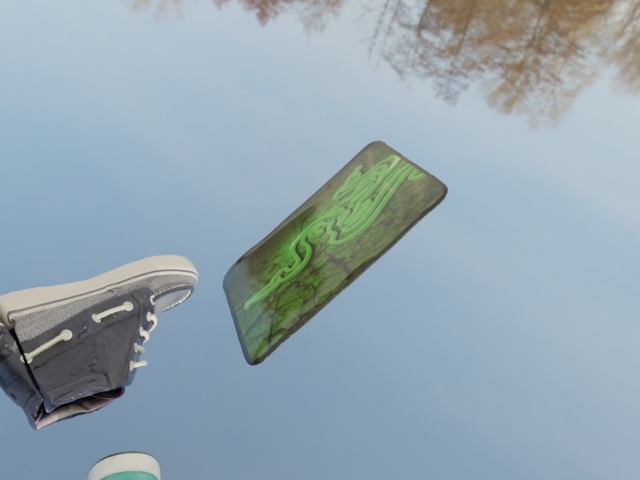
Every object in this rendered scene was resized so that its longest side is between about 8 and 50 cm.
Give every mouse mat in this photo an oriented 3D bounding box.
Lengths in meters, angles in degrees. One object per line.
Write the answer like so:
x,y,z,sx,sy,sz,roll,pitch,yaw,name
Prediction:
0.000,0.000,0.509,0.007,0.190,0.152,48,-177,-27,mouse mat

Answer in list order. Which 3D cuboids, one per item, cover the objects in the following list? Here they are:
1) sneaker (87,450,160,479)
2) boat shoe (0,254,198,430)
-0.224,0.408,0.762,0.124,0.295,0.178,-2,-141,-16,sneaker
-0.271,0.130,0.861,0.340,0.127,0.158,-17,-114,-51,boat shoe
